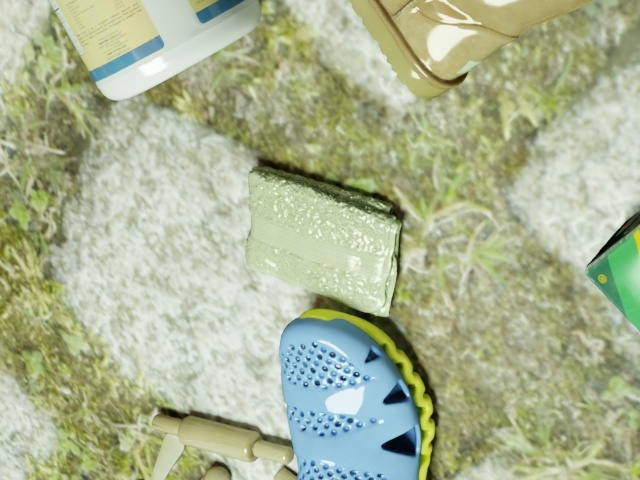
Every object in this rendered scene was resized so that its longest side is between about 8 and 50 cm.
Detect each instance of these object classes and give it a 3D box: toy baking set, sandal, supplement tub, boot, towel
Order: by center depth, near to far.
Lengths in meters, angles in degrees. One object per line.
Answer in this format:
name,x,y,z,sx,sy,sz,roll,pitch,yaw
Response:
boot,0.115,-0.247,1.030,0.269,0.089,0.236,-32,99,41
supplement tub,-0.150,-0.224,1.187,0.144,0.144,0.199,-19,104,41
towel,0.000,0.000,1.296,0.148,0.027,0.110,21,126,25
sandal,0.028,0.211,1.332,0.126,0.138,0.317,-1,114,38
toy baking set,-0.102,0.258,1.526,0.256,0.030,0.196,14,124,29

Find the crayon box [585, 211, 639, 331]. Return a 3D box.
crayon box,0.362,0.069,1.041,0.318,0.081,0.202,46,133,3
